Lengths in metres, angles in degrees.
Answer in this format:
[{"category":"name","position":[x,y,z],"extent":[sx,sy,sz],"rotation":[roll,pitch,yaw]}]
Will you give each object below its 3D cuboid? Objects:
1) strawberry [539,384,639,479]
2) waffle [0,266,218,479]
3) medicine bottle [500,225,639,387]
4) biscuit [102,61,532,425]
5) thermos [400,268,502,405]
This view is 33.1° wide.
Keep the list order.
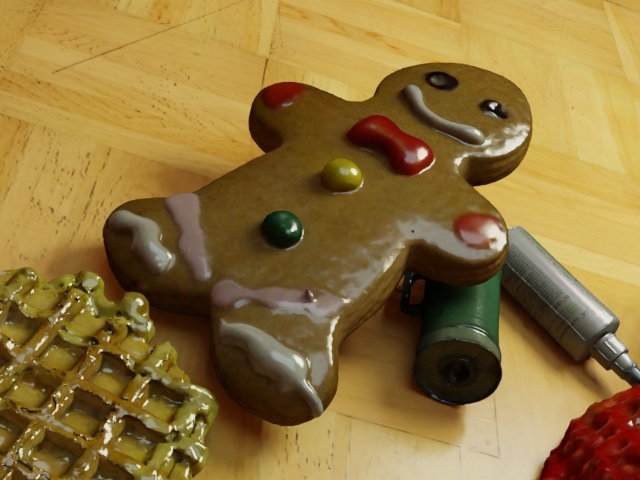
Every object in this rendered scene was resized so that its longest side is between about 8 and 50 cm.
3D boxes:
[{"category":"strawberry","position":[0.291,0.205,0.805],"extent":[0.336,0.149,0.265],"rotation":[-12,51,-35]},{"category":"waffle","position":[-0.204,0.115,0.729],"extent":[0.291,0.051,0.291],"rotation":[14,40,-12]},{"category":"medicine bottle","position":[0.235,0.070,1.007],"extent":[0.058,0.057,0.199],"rotation":[-16,52,-40]},{"category":"biscuit","position":[0.029,-0.051,0.925],"extent":[0.283,0.064,0.432],"rotation":[39,57,25]},{"category":"thermos","position":[0.123,0.058,0.959],"extent":[0.073,0.083,0.187],"rotation":[46,31,-21]}]
